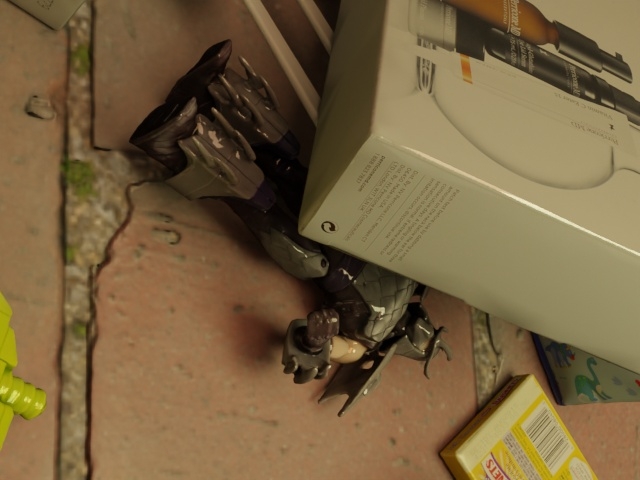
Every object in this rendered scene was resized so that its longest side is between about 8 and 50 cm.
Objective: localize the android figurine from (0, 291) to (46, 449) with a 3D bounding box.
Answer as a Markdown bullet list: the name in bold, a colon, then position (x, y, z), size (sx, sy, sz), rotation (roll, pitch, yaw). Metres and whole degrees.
- **android figurine**: position (-0.254, 0.058, 0.453), size (0.273, 0.056, 0.248), rotation (42, 49, -37)

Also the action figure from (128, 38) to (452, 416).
- **action figure**: position (0.000, 0.000, 0.642), size (0.285, 0.099, 0.185), rotation (45, 51, -21)

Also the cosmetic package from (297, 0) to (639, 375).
- **cosmetic package**: position (0.153, -0.108, 0.648), size (0.284, 0.097, 0.377), rotation (24, 44, -15)

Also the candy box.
- **candy box**: position (0.186, 0.221, 0.747), size (0.105, 0.027, 0.206), rotation (-37, 99, -29)

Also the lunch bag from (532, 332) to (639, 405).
- **lunch bag**: position (0.233, 0.052, 0.752), size (0.096, 0.129, 0.151), rotation (-21, 91, -33)

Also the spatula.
- **spatula**: position (-0.007, -0.155, 0.663), size (0.168, 0.019, 0.242), rotation (-15, 72, -52)

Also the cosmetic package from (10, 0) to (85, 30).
- **cosmetic package**: position (-0.164, -0.262, 0.563), size (0.151, 0.151, 0.183), rotation (30, 66, -24)
